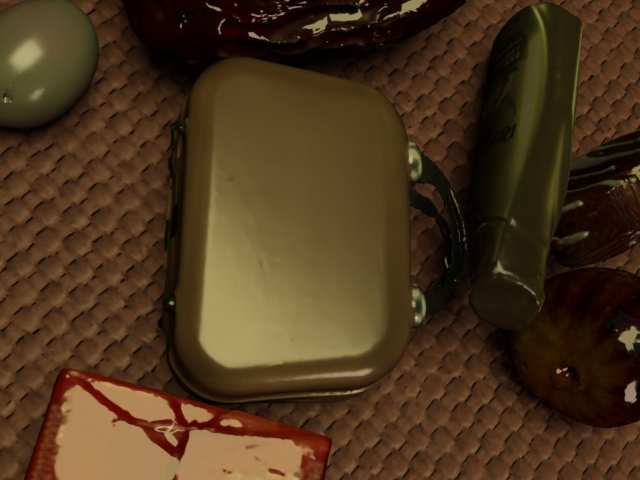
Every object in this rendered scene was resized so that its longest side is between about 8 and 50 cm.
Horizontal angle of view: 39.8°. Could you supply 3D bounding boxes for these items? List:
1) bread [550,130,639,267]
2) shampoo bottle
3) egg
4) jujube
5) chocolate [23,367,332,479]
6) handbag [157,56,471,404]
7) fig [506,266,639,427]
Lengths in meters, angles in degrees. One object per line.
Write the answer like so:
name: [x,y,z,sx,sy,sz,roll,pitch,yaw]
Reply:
bread: [0.283,-0.044,0.877,0.160,0.160,0.073,-41,102,-21]
shampoo bottle: [0.192,-0.079,0.845,0.084,0.126,0.350,22,54,-8]
egg: [-0.262,-0.163,0.808,0.103,0.103,0.135,39,68,0]
jujube: [-0.009,-0.296,0.845,0.376,0.258,0.259,-17,79,-25]
chocolate: [-0.131,0.248,0.720,0.234,0.108,0.238,15,72,-10]
handbag: [0.000,0.000,0.805,0.283,0.149,0.302,3,71,-11]
fig: [0.283,0.091,0.840,0.202,0.149,0.148,-24,122,-6]
